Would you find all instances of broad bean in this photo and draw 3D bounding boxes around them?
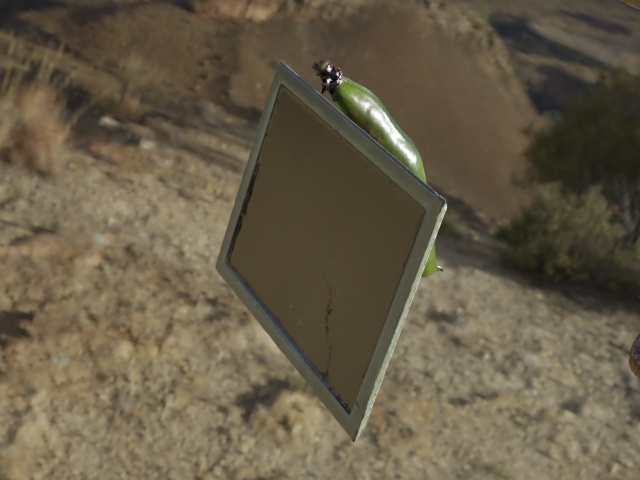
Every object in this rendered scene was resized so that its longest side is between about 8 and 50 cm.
[{"bbox_3d":[0.072,-0.064,1.192,0.043,0.060,0.297,-99,165,-49],"label":"broad bean"}]

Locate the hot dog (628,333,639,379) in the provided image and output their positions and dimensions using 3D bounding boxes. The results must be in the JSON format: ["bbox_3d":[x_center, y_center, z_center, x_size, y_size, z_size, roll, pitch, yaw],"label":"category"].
[{"bbox_3d":[0.412,0.160,1.225,0.227,0.099,0.160,41,44,15],"label":"hot dog"}]

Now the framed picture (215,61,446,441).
[{"bbox_3d":[0.000,0.000,1.096,0.018,0.231,0.293,4,27,-33],"label":"framed picture"}]

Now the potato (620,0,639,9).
[{"bbox_3d":[0.147,-0.307,0.980,0.397,0.296,0.290,60,-11,-26],"label":"potato"}]
